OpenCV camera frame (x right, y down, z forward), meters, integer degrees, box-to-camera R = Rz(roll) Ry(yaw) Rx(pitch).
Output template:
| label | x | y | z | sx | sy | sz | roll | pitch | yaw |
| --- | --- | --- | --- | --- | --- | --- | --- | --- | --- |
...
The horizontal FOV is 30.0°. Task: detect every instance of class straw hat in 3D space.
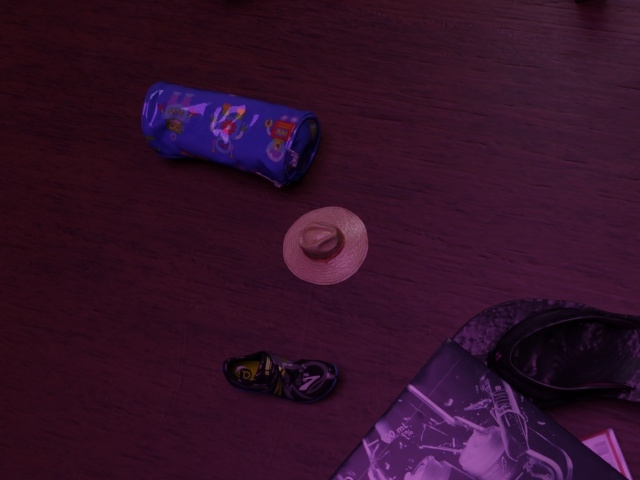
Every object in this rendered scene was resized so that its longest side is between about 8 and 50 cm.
| label | x | y | z | sx | sy | sz | roll | pitch | yaw |
| --- | --- | --- | --- | --- | --- | --- | --- | --- | --- |
| straw hat | 0.000 | 0.000 | 1.918 | 0.144 | 0.061 | 0.144 | -5 | 70 | 15 |

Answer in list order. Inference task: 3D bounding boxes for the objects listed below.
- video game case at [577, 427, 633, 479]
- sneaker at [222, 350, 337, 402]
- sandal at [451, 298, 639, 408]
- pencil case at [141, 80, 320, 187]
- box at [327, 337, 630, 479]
| label | x | y | z | sx | sy | sz | roll | pitch | yaw |
| --- | --- | --- | --- | --- | --- | --- | --- | --- | --- |
| video game case | 0.317 | 0.408 | 1.704 | 0.285 | 0.025 | 0.204 | -21 | 68 | 8 |
| sneaker | -0.066 | 0.210 | 1.855 | 0.188 | 0.078 | 0.067 | 3 | 73 | 17 |
| sandal | 0.375 | 0.159 | 1.700 | 0.446 | 0.107 | 0.167 | -2 | 76 | 27 |
| pencil case | -0.152 | -0.177 | 1.992 | 0.306 | 0.119 | 0.133 | 14 | 87 | 20 |
| box | 0.179 | 0.368 | 1.592 | 0.312 | 0.179 | 0.343 | 38 | 76 | 14 |
